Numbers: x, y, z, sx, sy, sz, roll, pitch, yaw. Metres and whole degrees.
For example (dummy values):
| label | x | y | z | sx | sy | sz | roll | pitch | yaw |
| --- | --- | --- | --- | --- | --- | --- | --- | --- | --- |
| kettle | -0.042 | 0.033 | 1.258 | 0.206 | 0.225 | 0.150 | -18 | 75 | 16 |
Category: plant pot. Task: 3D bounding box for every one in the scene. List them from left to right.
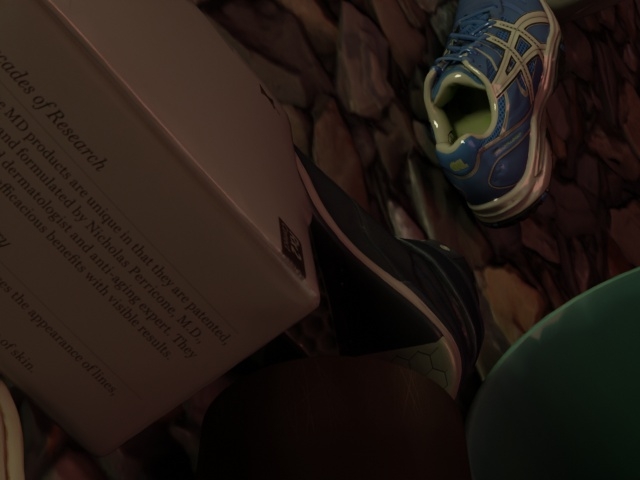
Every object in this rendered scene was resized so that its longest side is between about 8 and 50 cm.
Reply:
| label | x | y | z | sx | sy | sz | roll | pitch | yaw |
| --- | --- | --- | --- | --- | --- | --- | --- | --- | --- |
| plant pot | 0.258 | 0.176 | 0.967 | 0.235 | 0.293 | 0.293 | 67 | 30 | -26 |

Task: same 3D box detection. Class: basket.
| label | x | y | z | sx | sy | sz | roll | pitch | yaw |
| --- | --- | --- | --- | --- | --- | --- | --- | --- | --- |
| basket | 0.008 | 0.179 | 0.720 | 0.204 | 0.154 | 0.227 | 71 | 14 | -49 |

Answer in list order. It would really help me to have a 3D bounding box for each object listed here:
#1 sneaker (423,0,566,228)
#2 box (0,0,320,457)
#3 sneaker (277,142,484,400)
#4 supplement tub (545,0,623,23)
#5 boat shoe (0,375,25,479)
| label | x | y | z | sx | sy | sz | roll | pitch | yaw |
| --- | --- | --- | --- | --- | --- | --- | --- | --- | --- |
| sneaker | 0.116 | -0.114 | 1.118 | 0.081 | 0.080 | 0.211 | 38 | 41 | -41 |
| box | -0.103 | -0.043 | 0.678 | 0.182 | 0.119 | 0.181 | 49 | 14 | -25 |
| sneaker | -0.001 | 0.002 | 0.885 | 0.226 | 0.086 | 0.163 | 49 | 15 | 7 |
| supplement tub | 0.202 | -0.348 | 1.251 | 0.228 | 0.228 | 0.316 | -25 | 91 | -57 |
| boat shoe | -0.141 | 0.120 | 0.600 | 0.095 | 0.079 | 0.254 | -11 | 57 | -45 |
